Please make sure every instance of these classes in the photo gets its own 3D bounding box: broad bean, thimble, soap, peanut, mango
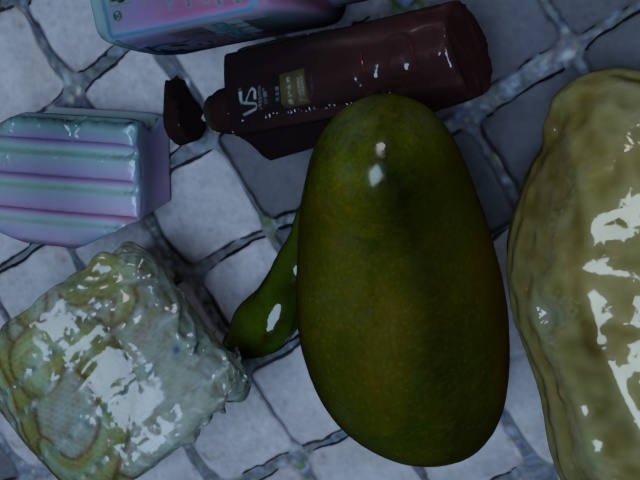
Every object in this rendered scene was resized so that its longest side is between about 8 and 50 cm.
[{"bbox_3d":[0.000,0.000,0.678,0.052,0.053,0.256,34,113,0],"label":"broad bean"},{"bbox_3d":[-0.149,0.095,0.702,0.190,0.137,0.143,-36,91,36],"label":"thimble"},{"bbox_3d":[-0.191,-0.048,0.722,0.149,0.056,0.100,5,105,16],"label":"soap"},{"bbox_3d":[0.195,0.047,0.593,0.146,0.147,0.306,-14,97,21],"label":"peanut"},{"bbox_3d":[0.051,0.029,0.592,0.129,0.146,0.289,13,132,25],"label":"mango"}]

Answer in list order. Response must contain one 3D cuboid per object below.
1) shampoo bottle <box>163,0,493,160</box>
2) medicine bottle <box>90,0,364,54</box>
[{"bbox_3d":[-0.009,-0.101,0.629,0.236,0.067,0.068,-10,66,34],"label":"shampoo bottle"},{"bbox_3d":[-0.039,-0.177,0.600,0.187,0.119,0.095,-6,94,20],"label":"medicine bottle"}]
